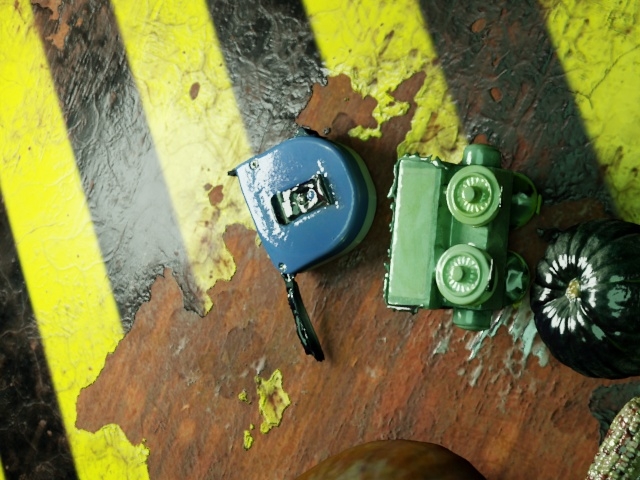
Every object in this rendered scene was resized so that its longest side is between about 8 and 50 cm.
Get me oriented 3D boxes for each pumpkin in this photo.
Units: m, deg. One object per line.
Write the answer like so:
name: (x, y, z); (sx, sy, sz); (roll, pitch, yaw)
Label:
pumpkin: (0.387, 0.078, 1.406); (0.221, 0.162, 0.220); (-23, 59, 47)

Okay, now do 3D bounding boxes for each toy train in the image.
toy train: (0.202, -0.006, 1.518); (0.188, 0.159, 0.271); (5, 90, 35)

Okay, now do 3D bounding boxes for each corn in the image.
corn: (0.413, 0.335, 1.440); (0.086, 0.086, 0.253); (24, 97, 24)

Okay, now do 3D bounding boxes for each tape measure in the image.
tape measure: (0.000, 0.000, 1.645); (0.215, 0.098, 0.351); (-26, 80, 24)

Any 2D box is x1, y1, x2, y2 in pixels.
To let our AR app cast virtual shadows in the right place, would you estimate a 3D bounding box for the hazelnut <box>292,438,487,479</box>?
hazelnut: (0.078, 0.472, 1.469); (0.409, 0.359, 0.359); (-38, 73, 26)
